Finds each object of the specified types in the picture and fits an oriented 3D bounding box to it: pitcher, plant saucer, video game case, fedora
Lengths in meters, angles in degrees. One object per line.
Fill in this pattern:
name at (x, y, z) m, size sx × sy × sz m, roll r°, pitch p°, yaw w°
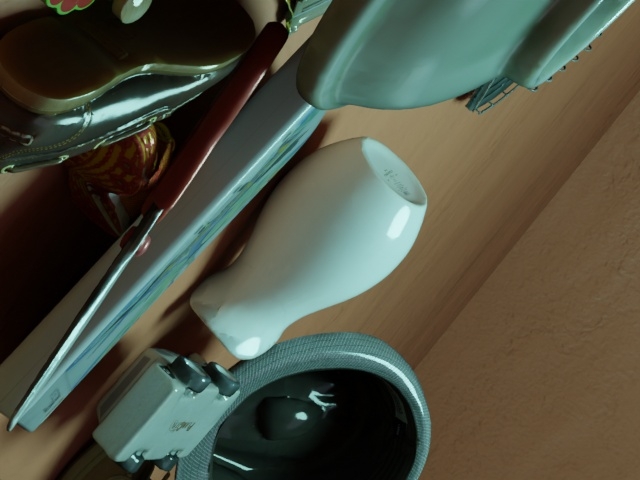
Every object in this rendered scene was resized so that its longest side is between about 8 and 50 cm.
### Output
pitcher at (0.000, 0.000, 1.655) m, size 0.207 × 0.125 × 0.178 m, roll -43°, pitch 179°, yaw 21°
plant saucer at (0.159, -0.195, 1.056) m, size 0.400 × 0.100 × 0.400 m, roll -45°, pitch 175°, yaw -5°
video game case at (-0.105, 0.001, 1.296) m, size 0.329 × 0.036 × 0.300 m, roll -48°, pitch 180°, yaw -10°
fedora at (-0.035, 0.183, 1.759) m, size 0.275 × 0.124 × 0.243 m, roll -13°, pitch 115°, yaw -23°

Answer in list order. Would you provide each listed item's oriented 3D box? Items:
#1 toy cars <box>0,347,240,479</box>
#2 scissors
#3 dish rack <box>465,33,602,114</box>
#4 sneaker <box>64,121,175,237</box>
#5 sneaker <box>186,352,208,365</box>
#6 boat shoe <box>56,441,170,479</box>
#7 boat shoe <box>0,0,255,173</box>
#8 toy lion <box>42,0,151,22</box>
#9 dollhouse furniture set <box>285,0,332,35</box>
toy cars at (-0.203, 0.174, 1.478) m, size 0.394 × 0.087 × 0.176 m, roll -35°, pitch 161°, yaw -43°
scissors at (-0.100, -0.011, 1.092) m, size 0.297 × 0.021 × 0.109 m, roll -58°, pitch -172°, yaw -12°
dish rack at (0.266, -0.239, 1.991) m, size 0.208 × 0.074 × 0.271 m, roll -34°, pitch 162°, yaw -51°
sneaker at (-0.121, -0.057, 1.139) m, size 0.067 × 0.064 × 0.175 m, roll -51°, pitch 180°, yaw -16°
sneaker at (-0.114, 0.175, 1.863) m, size 0.058 × 0.084 × 0.152 m, roll -44°, pitch 168°, yaw -28°
boat shoe at (-0.223, 0.275, 1.759) m, size 0.285 × 0.089 × 0.104 m, roll -50°, pitch 169°, yaw 1°
boat shoe at (-0.117, -0.090, 1.006) m, size 0.207 × 0.073 × 0.073 m, roll -24°, pitch 155°, yaw -51°
toy lion at (-0.103, -0.156, 0.944) m, size 0.100 × 0.034 × 0.096 m, roll -51°, pitch 161°, yaw 5°
dollhouse furniture set at (0.030, -0.209, 1.297) m, size 0.152 × 0.058 × 0.076 m, roll -27°, pitch 172°, yaw -11°
